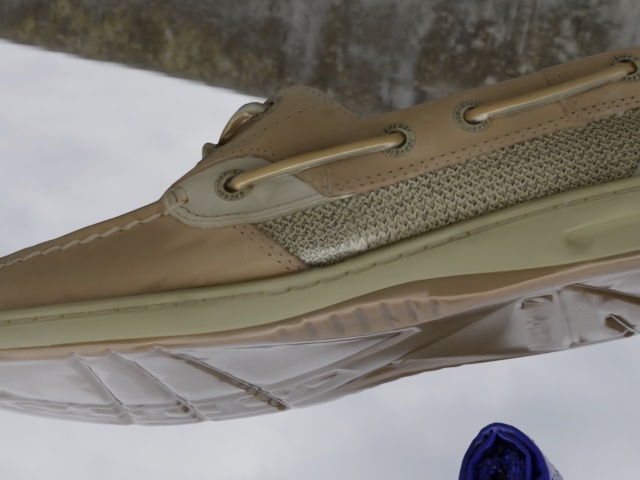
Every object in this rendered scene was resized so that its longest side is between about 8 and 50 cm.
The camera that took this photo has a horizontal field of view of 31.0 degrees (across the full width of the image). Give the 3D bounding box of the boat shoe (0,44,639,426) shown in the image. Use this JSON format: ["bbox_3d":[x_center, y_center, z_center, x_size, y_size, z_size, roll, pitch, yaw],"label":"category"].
[{"bbox_3d":[0.000,0.000,0.475,0.341,0.110,0.121,-10,157,4],"label":"boat shoe"}]

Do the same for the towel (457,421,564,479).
[{"bbox_3d":[0.145,0.280,0.763,0.076,0.227,0.308,10,156,31],"label":"towel"}]
